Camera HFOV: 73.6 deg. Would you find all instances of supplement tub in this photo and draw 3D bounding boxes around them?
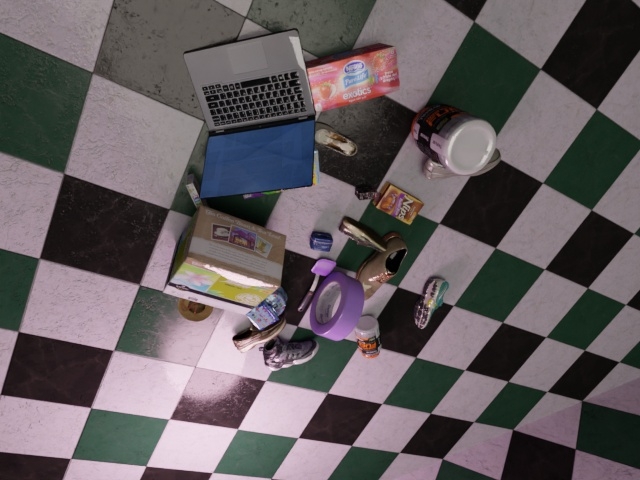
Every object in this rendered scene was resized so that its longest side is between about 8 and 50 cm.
[{"bbox_3d":[0.228,0.461,2.029,0.117,0.117,0.190,-16,121,-5],"label":"supplement tub"},{"bbox_3d":[0.454,-0.368,1.511,0.194,0.316,0.193,-6,119,-12],"label":"supplement tub"}]

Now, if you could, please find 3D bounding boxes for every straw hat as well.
[{"bbox_3d":[-0.509,0.273,1.762,0.145,0.144,0.061,-5,157,-12],"label":"straw hat"}]

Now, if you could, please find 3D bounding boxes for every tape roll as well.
[{"bbox_3d":[0.065,0.274,1.790,0.090,0.274,0.274,26,109,-24],"label":"tape roll"}]

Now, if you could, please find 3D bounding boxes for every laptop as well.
[{"bbox_3d":[-0.226,-0.376,1.305,0.382,0.236,0.407,-5,122,14],"label":"laptop"}]

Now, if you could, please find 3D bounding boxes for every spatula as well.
[{"bbox_3d":[-0.032,0.199,1.866,0.084,0.030,0.296,19,112,-22],"label":"spatula"}]

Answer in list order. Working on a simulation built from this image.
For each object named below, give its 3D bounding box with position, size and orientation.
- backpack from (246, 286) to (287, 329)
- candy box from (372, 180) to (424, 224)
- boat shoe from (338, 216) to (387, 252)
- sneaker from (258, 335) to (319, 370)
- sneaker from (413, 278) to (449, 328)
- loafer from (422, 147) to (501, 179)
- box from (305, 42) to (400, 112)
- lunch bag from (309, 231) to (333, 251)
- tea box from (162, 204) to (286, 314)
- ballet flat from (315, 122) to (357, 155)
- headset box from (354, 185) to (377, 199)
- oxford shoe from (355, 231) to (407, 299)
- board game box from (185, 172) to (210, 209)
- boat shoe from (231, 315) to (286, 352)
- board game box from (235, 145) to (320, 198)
[{"bbox_3d":[-0.222,0.272,1.810,0.173,0.117,0.158,-28,122,-2],"label":"backpack"},{"bbox_3d":[0.320,-0.152,1.751,0.187,0.053,0.109,23,110,-26],"label":"candy box"},{"bbox_3d":[0.174,-0.014,1.772,0.224,0.080,0.073,33,121,-14],"label":"boat shoe"},{"bbox_3d":[-0.147,0.493,1.957,0.269,0.101,0.153,-20,124,0],"label":"sneaker"},{"bbox_3d":[0.532,0.306,2.036,0.110,0.107,0.275,5,117,-28],"label":"sneaker"},{"bbox_3d":[0.563,-0.314,1.678,0.320,0.112,0.111,-14,155,-6],"label":"loafer"},{"bbox_3d":[0.094,-0.543,1.418,0.300,0.154,0.142,-16,121,-4],"label":"box"},{"bbox_3d":[0.000,0.000,1.743,0.099,0.067,0.065,8,116,-17],"label":"lunch bag"},{"bbox_3d":[-0.345,0.084,1.538,0.329,0.219,0.323,20,143,-23],"label":"tea box"},{"bbox_3d":[0.042,-0.367,1.550,0.213,0.068,0.072,18,114,-22],"label":"ballet flat"},{"bbox_3d":[0.184,-0.188,1.690,0.083,0.062,0.032,-6,120,-12],"label":"headset box"},{"bbox_3d":[0.254,0.133,1.846,0.123,0.130,0.348,17,113,-22],"label":"oxford shoe"},{"bbox_3d":[-0.434,-0.151,1.525,0.026,0.103,0.154,-20,122,-3],"label":"board game box"},{"bbox_3d":[-0.275,0.399,1.880,0.258,0.095,0.095,-33,115,5],"label":"boat shoe"},{"bbox_3d":[-0.153,-0.265,1.498,0.276,0.142,0.144,-13,134,-7],"label":"board game box"}]
